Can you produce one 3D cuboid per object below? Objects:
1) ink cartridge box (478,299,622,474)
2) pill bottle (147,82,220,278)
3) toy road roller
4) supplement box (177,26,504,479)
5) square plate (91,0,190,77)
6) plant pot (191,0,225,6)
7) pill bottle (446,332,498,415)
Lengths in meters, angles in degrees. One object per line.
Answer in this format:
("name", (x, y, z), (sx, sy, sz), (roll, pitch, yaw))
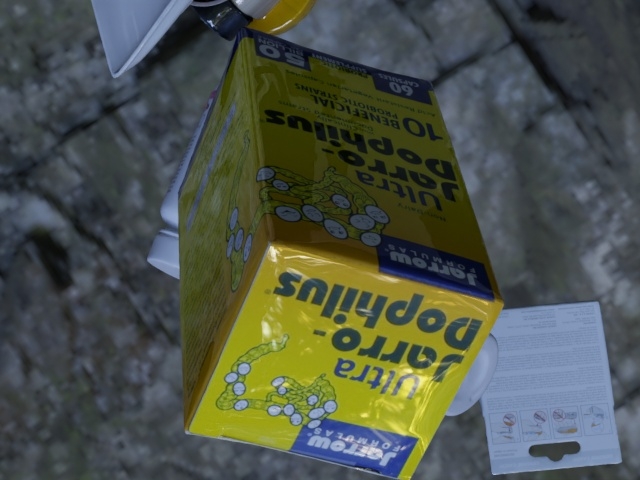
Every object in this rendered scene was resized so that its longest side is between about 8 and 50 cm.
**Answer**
("ink cartridge box", (0.310, 0.206, 2.077), (0.066, 0.189, 0.232), (100, 165, -78))
("pill bottle", (-0.137, -0.073, 2.166), (0.160, 0.283, 0.160), (23, 170, 4))
("toy road roller", (-0.139, -0.456, 2.272), (0.329, 0.202, 0.240), (49, -168, 11))
("supplement box", (0.000, 0.000, 1.261), (0.194, 0.195, 0.356), (14, -148, -16))
("square plate", (-0.149, -0.400, 1.639), (0.049, 0.347, 0.344), (19, -142, -39))
("plant pot", (-0.105, -0.377, 1.871), (0.167, 0.167, 0.165), (57, -153, 11))
("pill bottle", (0.106, 0.117, 1.714), (0.180, 0.108, 0.108), (30, 161, 36))
